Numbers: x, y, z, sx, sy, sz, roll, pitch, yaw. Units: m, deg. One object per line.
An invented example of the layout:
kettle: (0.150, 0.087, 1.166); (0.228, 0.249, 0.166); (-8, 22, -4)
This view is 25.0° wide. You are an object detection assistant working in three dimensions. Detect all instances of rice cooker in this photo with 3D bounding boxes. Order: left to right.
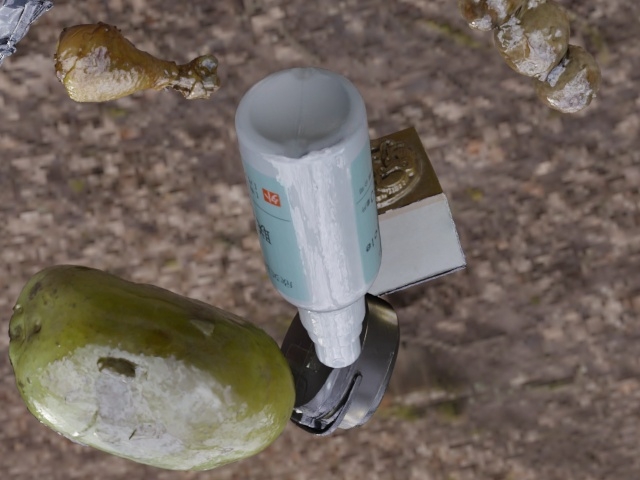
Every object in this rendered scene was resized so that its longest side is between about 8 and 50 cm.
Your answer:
rice cooker: (0.020, 0.130, 1.570); (0.106, 0.165, 0.112); (13, -174, -38)

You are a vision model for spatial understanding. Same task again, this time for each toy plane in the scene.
toy plane: (-0.285, -0.191, 1.271); (0.053, 0.078, 0.197); (12, 152, -34)

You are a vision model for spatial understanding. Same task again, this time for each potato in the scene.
potato: (-0.140, 0.110, 1.283); (0.272, 0.160, 0.111); (22, 156, -17)

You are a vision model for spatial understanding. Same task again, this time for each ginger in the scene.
ginger: (0.225, -0.220, 1.554); (0.204, 0.104, 0.080); (42, 144, -23)

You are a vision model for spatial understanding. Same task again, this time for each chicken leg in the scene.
chicken leg: (-0.229, -0.216, 1.830); (0.252, 0.087, 0.107); (4, 160, -41)

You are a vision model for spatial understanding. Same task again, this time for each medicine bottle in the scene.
medicine bottle: (0.000, 0.000, 1.316); (0.110, 0.110, 0.352); (-12, 141, -2)

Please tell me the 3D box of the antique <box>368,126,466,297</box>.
antique: (0.075, -0.035, 1.713); (0.147, 0.152, 0.148); (-18, 129, 0)
